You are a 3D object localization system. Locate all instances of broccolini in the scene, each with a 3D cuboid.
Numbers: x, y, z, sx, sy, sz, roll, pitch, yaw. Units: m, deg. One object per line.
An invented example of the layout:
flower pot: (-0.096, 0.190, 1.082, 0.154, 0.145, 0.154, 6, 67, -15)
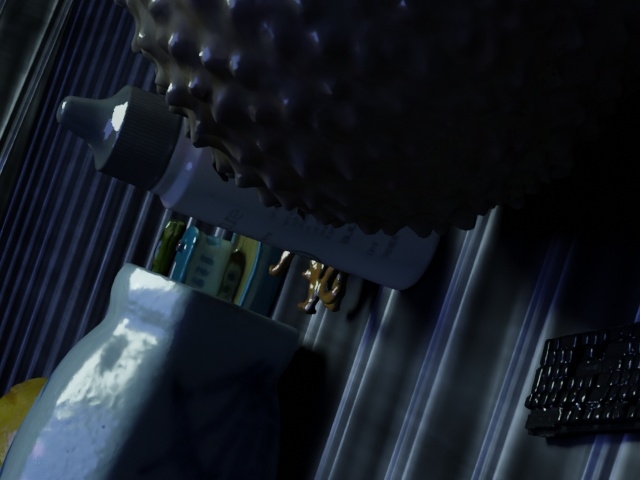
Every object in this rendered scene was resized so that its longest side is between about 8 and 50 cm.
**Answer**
broccolini: (-0.236, 0.091, 1.923, 0.071, 0.057, 0.254, 21, 96, 28)

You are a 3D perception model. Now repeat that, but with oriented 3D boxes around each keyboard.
keyboard: (0.184, 0.075, 0.873, 0.231, 0.023, 0.072, -19, 51, 65)

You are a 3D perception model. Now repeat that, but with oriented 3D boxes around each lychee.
lychee: (0.051, -0.190, 0.981, 0.432, 0.380, 0.380, 84, -166, -63)

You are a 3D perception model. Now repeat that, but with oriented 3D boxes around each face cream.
face cream: (-0.056, -0.049, 1.192, 0.092, 0.311, 0.092, -51, 28, 41)

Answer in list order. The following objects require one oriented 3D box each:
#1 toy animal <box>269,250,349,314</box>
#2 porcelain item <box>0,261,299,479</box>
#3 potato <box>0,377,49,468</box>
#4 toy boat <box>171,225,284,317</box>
toy animal: (0.000, 0.000, 1.354, 0.241, 0.057, 0.099, -125, 55, -75)
porcelain item: (-0.170, 0.234, 1.347, 0.178, 0.243, 0.405, 14, 82, 52)
potato: (-0.294, 0.266, 1.767, 0.158, 0.178, 0.203, -2, 57, 53)
toy boat: (-0.094, 0.025, 1.539, 0.215, 0.102, 0.088, -68, 22, 5)
